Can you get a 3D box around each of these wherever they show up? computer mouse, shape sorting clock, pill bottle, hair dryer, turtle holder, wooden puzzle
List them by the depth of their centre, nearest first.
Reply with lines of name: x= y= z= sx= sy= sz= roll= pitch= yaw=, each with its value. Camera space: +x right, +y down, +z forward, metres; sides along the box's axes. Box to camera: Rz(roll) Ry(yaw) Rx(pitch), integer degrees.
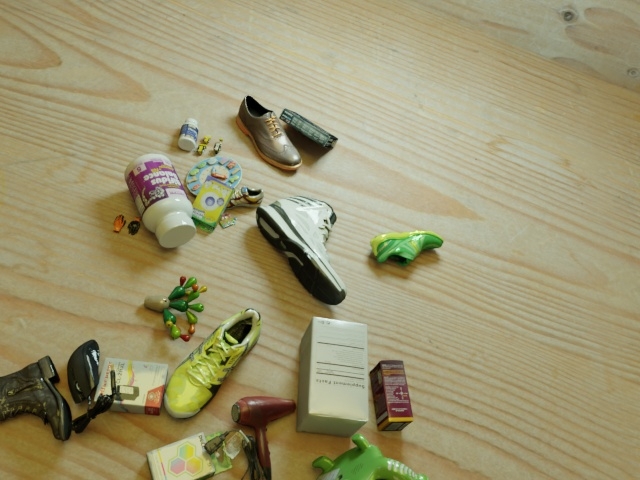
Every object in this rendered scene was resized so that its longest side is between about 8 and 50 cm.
turtle holder: x=0.123 y=0.649 z=1.393 sx=0.320 sy=0.243 sz=0.227 roll=-40 pitch=95 yaw=4
computer mouse: x=-0.611 y=0.353 z=1.432 sx=0.060 sy=0.184 sz=0.262 roll=31 pitch=31 yaw=-43
hair dryer: x=-0.175 y=0.545 z=1.515 sx=0.224 sy=0.080 sz=0.293 roll=53 pitch=53 yaw=-11
pill bottle: x=-0.527 y=-0.130 z=1.809 sx=0.169 sy=0.169 sz=0.302 roll=-18 pitch=63 yaw=-26
wooden puzzle: x=-0.335 y=-0.070 z=1.924 sx=0.083 sy=0.006 sz=0.049 roll=-25 pitch=66 yaw=-29
shape sorting clock: x=-0.386 y=-0.233 z=1.969 sx=0.206 sy=0.040 sz=0.206 roll=-1 pitch=50 yaw=2
pill bottle: x=-0.502 y=-0.407 z=2.070 sx=0.067 sy=0.067 sz=0.120 roll=9 pitch=55 yaw=-11

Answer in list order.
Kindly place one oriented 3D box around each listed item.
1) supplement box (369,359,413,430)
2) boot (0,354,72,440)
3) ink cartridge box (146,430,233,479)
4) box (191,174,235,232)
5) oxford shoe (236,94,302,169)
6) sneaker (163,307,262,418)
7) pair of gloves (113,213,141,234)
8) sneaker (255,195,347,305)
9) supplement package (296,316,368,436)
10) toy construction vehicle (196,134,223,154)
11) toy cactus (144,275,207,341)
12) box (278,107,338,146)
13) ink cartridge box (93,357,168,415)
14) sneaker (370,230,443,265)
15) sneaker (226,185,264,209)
supplement box: x=0.214 y=0.471 z=1.651 sx=0.080 sy=0.104 sz=0.188 roll=4 pitch=56 yaw=-14
boot: x=-0.786 y=0.440 z=1.403 sx=0.228 sy=0.091 sz=0.263 roll=-22 pitch=61 yaw=-22
ink cartridge box: x=-0.343 y=0.583 z=1.436 sx=0.209 sy=0.062 sz=0.109 roll=-13 pitch=61 yaw=-24
box: x=-0.383 y=-0.124 z=1.882 sx=0.105 sy=0.043 sz=0.179 roll=25 pitch=87 yaw=2
oxford shoe: x=-0.202 y=-0.421 z=2.126 sx=0.130 sy=0.133 sz=0.363 roll=-35 pitch=71 yaw=-32
sneaker: x=-0.310 y=0.335 z=1.566 sx=0.145 sy=0.147 sz=0.385 roll=34 pitch=55 yaw=6
pair of gloves: x=-0.649 y=-0.053 z=1.818 sx=0.083 sy=0.010 sz=0.074 roll=11 pitch=53 yaw=-12
sneaker: x=0.000 y=-0.001 z=1.873 sx=0.257 sy=0.169 sz=0.447 roll=-28 pitch=66 yaw=-28
supplement package: x=0.035 y=0.403 z=1.599 sx=0.175 sy=0.178 sz=0.293 roll=10 pitch=55 yaw=-10
toy construction vehicle: x=-0.424 y=-0.362 z=2.088 sx=0.085 sy=0.035 sz=0.098 roll=6 pitch=52 yaw=1
toy cactus: x=-0.449 y=0.198 z=1.658 sx=0.180 sy=0.112 sz=0.219 roll=7 pitch=63 yaw=0
box: x=-0.045 y=-0.449 z=2.183 sx=0.220 sy=0.051 sz=0.175 roll=33 pitch=13 yaw=7
ink cartridge box: x=-0.521 y=0.404 z=1.501 sx=0.175 sy=0.072 sz=0.128 roll=9 pitch=55 yaw=-11
sneaker: x=0.319 y=0.031 z=2.004 sx=0.295 sy=0.109 sz=0.124 roll=-5 pitch=81 yaw=-22
sneaker: x=-0.296 y=-0.161 z=1.950 sx=0.185 sy=0.084 sz=0.070 roll=-7 pitch=59 yaw=-21
